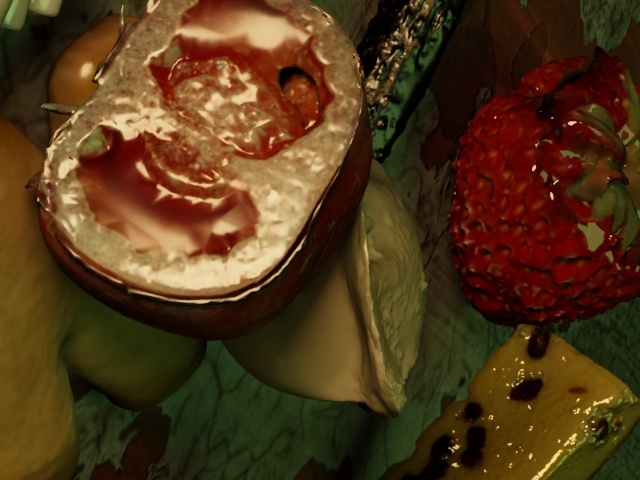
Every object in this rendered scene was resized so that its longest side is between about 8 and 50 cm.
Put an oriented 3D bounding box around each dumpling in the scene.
[{"bbox_3d":[0.004,-0.002,1.158,0.175,0.243,0.227,-30,123,-40],"label":"dumpling"}]

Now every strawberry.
[{"bbox_3d":[0.216,-0.035,1.536,0.261,0.258,0.261,18,65,-44],"label":"strawberry"}]

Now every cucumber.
[{"bbox_3d":[0.059,-0.147,1.337,0.300,0.072,0.072,-65,149,-11],"label":"cucumber"}]

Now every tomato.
[{"bbox_3d":[-0.065,-0.034,1.005,0.214,0.181,0.155,-54,163,-18],"label":"tomato"}]

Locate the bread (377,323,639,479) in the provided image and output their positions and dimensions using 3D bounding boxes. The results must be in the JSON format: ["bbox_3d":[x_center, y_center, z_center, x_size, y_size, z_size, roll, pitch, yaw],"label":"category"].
[{"bbox_3d":[0.126,0.236,1.468,0.361,0.138,0.077,-47,140,-6],"label":"bread"}]

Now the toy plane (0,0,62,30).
[{"bbox_3d":[-0.192,-0.189,0.853,0.252,0.118,0.252,-37,142,-36],"label":"toy plane"}]

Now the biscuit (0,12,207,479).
[{"bbox_3d":[-0.164,0.021,1.066,0.237,0.062,0.290,-40,136,-43],"label":"biscuit"}]
